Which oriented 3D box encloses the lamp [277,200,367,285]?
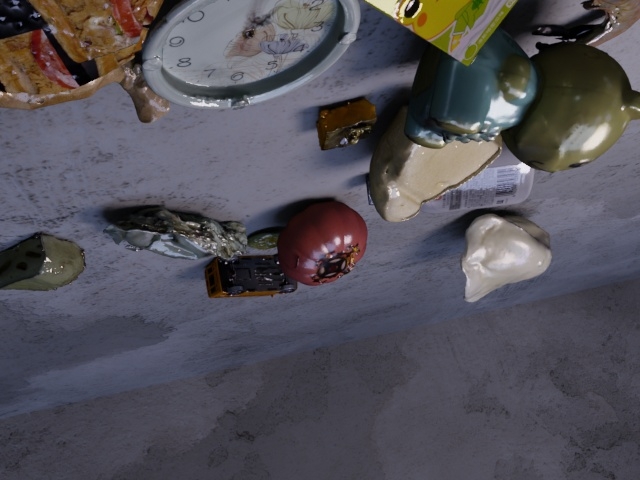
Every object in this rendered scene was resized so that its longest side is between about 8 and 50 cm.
[{"bbox_3d":[0.000,0.000,1.349,0.182,0.140,0.182,-22,148,-14],"label":"lamp"}]

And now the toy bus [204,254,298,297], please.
[{"bbox_3d":[-0.147,0.081,1.533,0.194,0.083,0.088,2,159,-37],"label":"toy bus"}]

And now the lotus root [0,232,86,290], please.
[{"bbox_3d":[-0.462,0.051,1.200,0.143,0.070,0.144,-25,160,28],"label":"lotus root"}]

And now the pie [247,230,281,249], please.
[{"bbox_3d":[-0.107,-0.002,1.420,0.084,0.021,0.084,-10,162,-3],"label":"pie"}]

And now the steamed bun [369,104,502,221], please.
[{"bbox_3d":[0.146,-0.131,1.107,0.231,0.110,0.212,12,130,-49],"label":"steamed bun"}]

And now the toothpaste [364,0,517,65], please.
[{"bbox_3d":[0.074,-0.264,0.647,0.327,0.077,0.110,9,126,-52],"label":"toothpaste"}]

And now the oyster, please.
[{"bbox_3d":[-0.233,-0.006,1.197,0.252,0.087,0.199,-2,168,-16],"label":"oyster"}]

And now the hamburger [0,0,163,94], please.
[{"bbox_3d":[-0.220,-0.217,0.566,0.231,0.107,0.231,-10,155,-5],"label":"hamburger"}]

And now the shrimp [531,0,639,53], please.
[{"bbox_3d":[0.324,-0.290,0.888,0.152,0.046,0.219,-33,156,35],"label":"shrimp"}]

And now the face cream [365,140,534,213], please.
[{"bbox_3d":[0.227,-0.104,1.268,0.291,0.071,0.144,-8,138,3],"label":"face cream"}]

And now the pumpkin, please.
[{"bbox_3d":[0.038,-0.161,1.020,0.083,0.054,0.074,-19,167,-7],"label":"pumpkin"}]

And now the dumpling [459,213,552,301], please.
[{"bbox_3d":[0.439,0.057,1.715,0.318,0.187,0.243,29,91,-55],"label":"dumpling"}]

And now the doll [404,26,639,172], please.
[{"bbox_3d":[0.252,-0.175,0.885,0.261,0.161,0.177,13,175,-8],"label":"doll"}]

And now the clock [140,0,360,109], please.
[{"bbox_3d":[-0.076,-0.218,0.749,0.236,0.053,0.236,-17,163,-6],"label":"clock"}]

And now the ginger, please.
[{"bbox_3d":[-0.293,-0.161,0.726,0.288,0.075,0.089,-4,-169,-35],"label":"ginger"}]
